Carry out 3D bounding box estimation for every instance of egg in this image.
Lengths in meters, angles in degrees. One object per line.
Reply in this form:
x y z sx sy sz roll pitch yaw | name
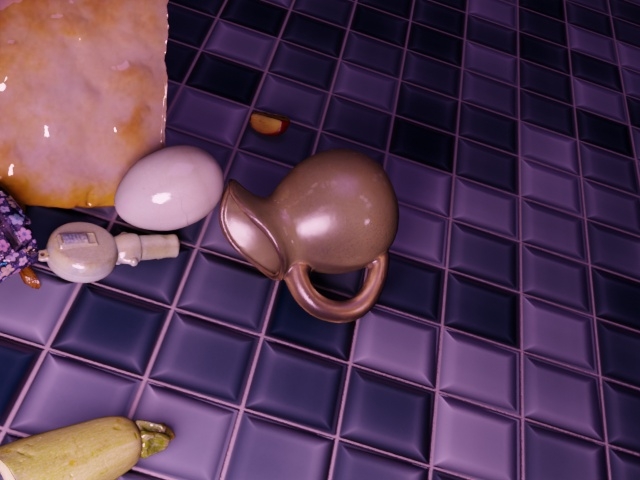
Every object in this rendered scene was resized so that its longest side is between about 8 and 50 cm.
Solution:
-0.281 -0.095 1.714 0.209 0.151 0.151 -23 55 -11 | egg

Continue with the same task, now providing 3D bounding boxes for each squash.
-0.347 0.315 1.340 0.137 0.137 0.287 42 34 21 | squash

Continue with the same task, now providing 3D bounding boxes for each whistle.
-0.380 0.015 1.661 0.258 0.067 0.126 -3 45 -29 | whistle

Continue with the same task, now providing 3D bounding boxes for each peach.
-0.116 -0.262 2.073 0.083 0.050 0.077 8 19 -29 | peach

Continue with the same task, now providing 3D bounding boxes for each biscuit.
-0.473 -0.262 1.699 0.446 0.429 0.104 -11 17 -31 | biscuit

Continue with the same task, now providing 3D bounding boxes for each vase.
0.000 0.000 1.744 0.302 0.241 0.329 -19 77 -22 | vase

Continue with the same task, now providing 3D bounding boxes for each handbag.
-0.593 -0.004 1.541 0.229 0.126 0.208 40 47 17 | handbag

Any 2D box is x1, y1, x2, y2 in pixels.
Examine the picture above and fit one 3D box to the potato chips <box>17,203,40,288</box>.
-0.529 0.005 1.640 0.037 0.026 0.204 1 44 -28 | potato chips
